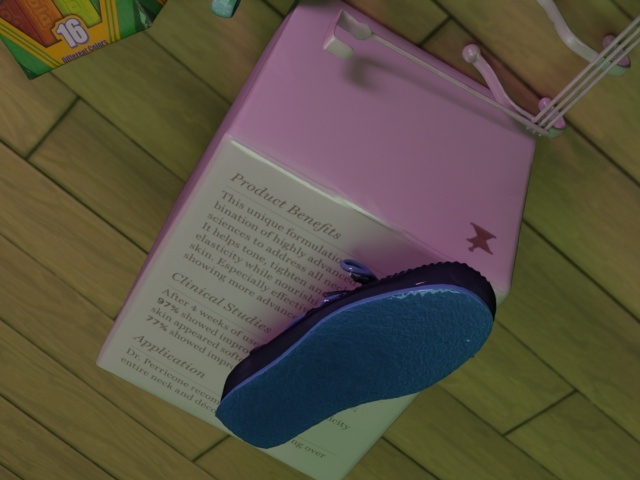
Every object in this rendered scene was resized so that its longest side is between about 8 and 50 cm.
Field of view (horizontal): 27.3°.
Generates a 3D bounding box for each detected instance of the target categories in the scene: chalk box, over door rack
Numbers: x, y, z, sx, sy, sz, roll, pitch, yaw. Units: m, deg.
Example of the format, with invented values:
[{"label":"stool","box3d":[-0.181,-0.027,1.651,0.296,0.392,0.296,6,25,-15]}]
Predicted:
[{"label":"chalk box","box3d":[-0.298,-0.357,1.415,0.180,0.179,0.289,-19,119,28]},{"label":"over door rack","box3d":[0.197,-0.253,1.368,0.324,0.108,0.239,18,134,-29]}]

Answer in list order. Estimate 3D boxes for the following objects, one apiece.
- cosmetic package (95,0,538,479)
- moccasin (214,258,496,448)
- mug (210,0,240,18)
[{"label":"cosmetic package","box3d":[0.000,0.000,1.508,0.329,0.327,0.394,30,130,-8]},{"label":"moccasin","box3d":[0.024,0.089,1.287,0.342,0.117,0.138,-25,116,34]},{"label":"mug","box3d":[-0.084,-0.333,1.423,0.157,0.097,0.129,-28,115,33]}]
